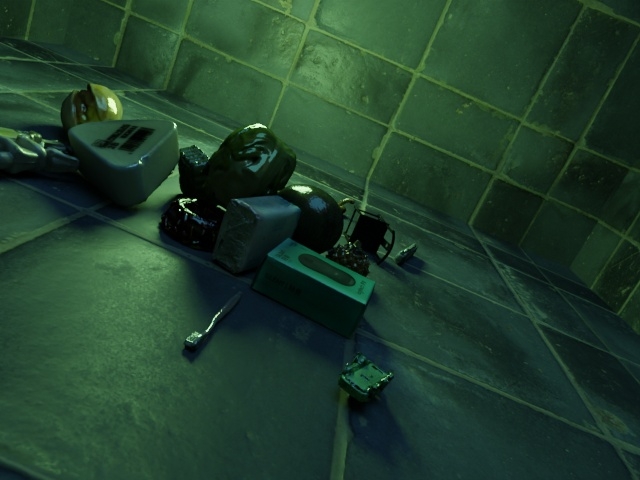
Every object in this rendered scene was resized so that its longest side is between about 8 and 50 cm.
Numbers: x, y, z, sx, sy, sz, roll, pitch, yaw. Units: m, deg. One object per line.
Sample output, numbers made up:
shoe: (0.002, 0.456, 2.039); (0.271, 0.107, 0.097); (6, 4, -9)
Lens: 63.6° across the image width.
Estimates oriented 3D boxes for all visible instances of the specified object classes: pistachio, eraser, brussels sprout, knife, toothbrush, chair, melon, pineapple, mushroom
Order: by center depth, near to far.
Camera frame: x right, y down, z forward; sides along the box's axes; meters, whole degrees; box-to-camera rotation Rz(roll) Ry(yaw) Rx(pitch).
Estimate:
toothbrush: (-0.236, 0.173, 1.182); (0.029, 0.025, 0.307); (17, 17, 6)
eraser: (-0.599, -0.245, 1.602); (0.330, 0.150, 0.331); (5, 42, -4)
brussels sprout: (-0.223, -0.226, 1.672); (0.247, 0.328, 0.328); (31, 18, 3)
pineapple: (0.103, 0.058, 1.761); (0.175, 0.137, 0.161); (15, 20, -30)
melon: (-0.061, -0.072, 1.766); (0.237, 0.238, 0.301); (9, 11, -40)
pistachio: (-0.855, -0.468, 1.951); (0.229, 0.230, 0.309); (13, 25, -31)
chair: (0.197, -0.026, 2.115); (0.141, 0.155, 0.260); (19, 16, -14)
knife: (0.380, 0.052, 2.245); (0.040, 0.073, 0.265); (38, 19, 14)
mushroom: (0.102, -0.163, 2.490); (0.129, 0.073, 0.088); (-7, -4, 13)

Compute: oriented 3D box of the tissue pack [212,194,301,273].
tissue pack: (-0.183, -0.025, 1.532); (0.124, 0.202, 0.271); (26, 17, 20)

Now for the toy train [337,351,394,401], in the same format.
toy train: (0.097, 0.311, 1.140); (0.099, 0.081, 0.149); (32, 25, 23)

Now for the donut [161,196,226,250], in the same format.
donut: (-0.367, -0.056, 1.575); (0.234, 0.089, 0.235); (22, 19, -8)

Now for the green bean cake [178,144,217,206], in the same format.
green bean cake: (-0.431, -0.220, 1.795); (0.094, 0.185, 0.183); (-15, 37, -26)

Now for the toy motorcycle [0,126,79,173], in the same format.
toy motorcycle: (-0.873, -0.256, 1.469); (0.340, 0.108, 0.223); (6, 25, -40)

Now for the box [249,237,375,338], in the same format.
box: (-0.012, 0.125, 1.457); (0.311, 0.118, 0.205); (27, 16, 7)

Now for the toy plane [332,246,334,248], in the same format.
toy plane: (0.000, 0.000, 1.967); (0.145, 0.037, 0.060); (24, 27, -13)
